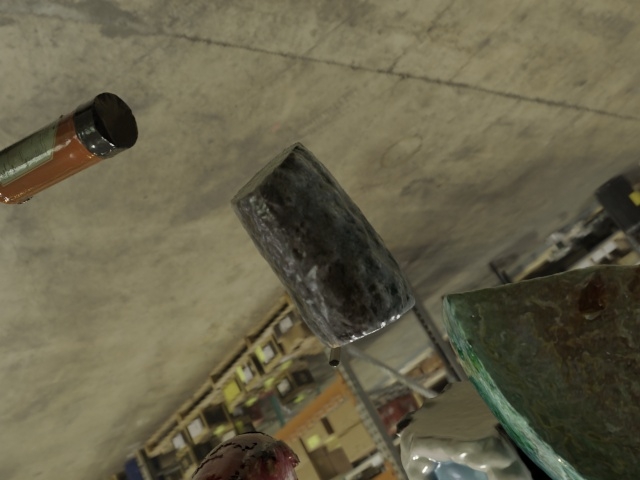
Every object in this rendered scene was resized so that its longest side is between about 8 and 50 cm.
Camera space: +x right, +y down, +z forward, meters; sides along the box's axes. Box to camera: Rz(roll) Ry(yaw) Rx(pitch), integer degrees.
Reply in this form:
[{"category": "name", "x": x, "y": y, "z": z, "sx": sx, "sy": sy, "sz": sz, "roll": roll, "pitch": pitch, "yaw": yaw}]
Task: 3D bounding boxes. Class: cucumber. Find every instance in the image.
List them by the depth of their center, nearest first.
[{"category": "cucumber", "x": 0.001, "y": 0.002, "z": 0.401, "sx": 0.064, "sy": 0.112, "sz": 0.064, "roll": -33, "pitch": -179, "yaw": 1}]

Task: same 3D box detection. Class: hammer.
[{"category": "hammer", "x": 0.012, "y": 0.072, "z": 0.566, "sx": 0.110, "sy": 0.035, "sz": 0.019, "roll": -76, "pitch": -173, "yaw": -73}]

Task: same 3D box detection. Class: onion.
[{"category": "onion", "x": -0.083, "y": 0.276, "z": 0.691, "sx": 0.147, "sy": 0.184, "sz": 0.184, "roll": -12, "pitch": 158, "yaw": 7}]

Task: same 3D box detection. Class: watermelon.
[{"category": "watermelon", "x": 0.297, "y": 0.114, "z": 0.592, "sx": 0.258, "sy": 0.387, "sz": 0.228, "roll": -58, "pitch": 162, "yaw": 0}]

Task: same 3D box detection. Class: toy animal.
[{"category": "toy animal", "x": 0.199, "y": 0.241, "z": 0.811, "sx": 0.204, "sy": 0.156, "sz": 0.208, "roll": -13, "pitch": -176, "yaw": 42}]

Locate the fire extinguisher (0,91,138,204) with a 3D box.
[{"category": "fire extinguisher", "x": -0.232, "y": -0.068, "z": 0.616, "sx": 0.177, "sy": 0.050, "sz": 0.062, "roll": -20, "pitch": -163, "yaw": 26}]
